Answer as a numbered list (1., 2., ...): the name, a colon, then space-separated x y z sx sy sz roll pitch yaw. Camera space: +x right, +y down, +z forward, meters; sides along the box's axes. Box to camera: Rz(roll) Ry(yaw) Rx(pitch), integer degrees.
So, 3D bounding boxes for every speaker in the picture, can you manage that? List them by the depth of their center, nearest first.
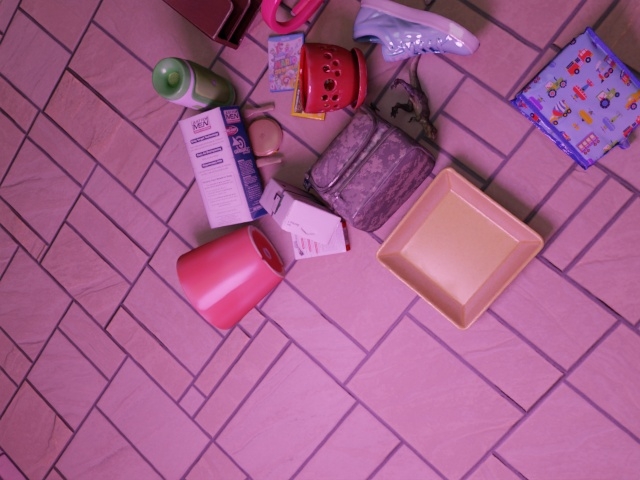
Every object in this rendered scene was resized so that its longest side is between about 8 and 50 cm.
1. speaker: -0.369 -0.456 1.573 0.131 0.296 0.131 1 94 19

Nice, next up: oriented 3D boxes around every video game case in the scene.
1. video game case: -0.104 -0.548 1.624 0.119 0.015 0.166 0 94 19

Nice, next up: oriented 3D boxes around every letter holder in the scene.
1. letter holder: -0.339 -0.762 1.573 0.302 0.152 0.214 40 109 9

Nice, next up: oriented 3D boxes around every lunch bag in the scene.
1. lunch bag: 0.673 -0.339 1.320 0.293 0.138 0.221 45 104 2
2. lunch bag: 0.123 -0.205 1.478 0.305 0.213 0.256 -50 62 15

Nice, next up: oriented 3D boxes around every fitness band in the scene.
1. fitness band: -0.051 -0.722 1.491 0.291 0.209 0.054 -46 78 16

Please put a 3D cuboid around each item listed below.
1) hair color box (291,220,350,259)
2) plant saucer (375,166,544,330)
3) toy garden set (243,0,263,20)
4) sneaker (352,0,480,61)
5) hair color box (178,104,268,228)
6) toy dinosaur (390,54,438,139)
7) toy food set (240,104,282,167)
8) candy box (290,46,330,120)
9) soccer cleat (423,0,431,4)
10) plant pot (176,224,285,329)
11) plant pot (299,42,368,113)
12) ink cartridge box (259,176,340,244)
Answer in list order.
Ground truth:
1. hair color box: 0.000 0.000 1.607 0.167 0.053 0.093 -9 92 18
2. plant saucer: 0.380 0.022 1.462 0.333 0.081 0.332 41 106 13
3. toy garden set: -0.238 -0.792 1.637 0.204 0.049 0.244 -38 86 22
4. sneaker: 0.251 -0.548 1.446 0.366 0.135 0.150 30 104 27
5. hair color box: -0.296 -0.224 1.623 0.174 0.105 0.346 -9 102 30
6. toy dinosaur: 0.255 -0.403 1.474 0.118 0.064 0.267 -8 86 -21
7. toy food set: -0.182 -0.326 1.661 0.133 0.038 0.191 -8 86 13
8. candy box: -0.022 -0.473 1.586 0.105 0.027 0.205 10 97 4
9. soccer cleat: 0.315 -0.695 1.456 0.029 0.036 0.083 42 106 12
10. plant pot: -0.258 0.097 1.610 0.243 0.275 0.274 -33 83 8
11. plant pot: 0.034 -0.458 1.479 0.174 0.191 0.191 -6 92 -9
12. ink cartridge box: -0.062 -0.086 1.511 0.092 0.160 0.219 -64 31 11
